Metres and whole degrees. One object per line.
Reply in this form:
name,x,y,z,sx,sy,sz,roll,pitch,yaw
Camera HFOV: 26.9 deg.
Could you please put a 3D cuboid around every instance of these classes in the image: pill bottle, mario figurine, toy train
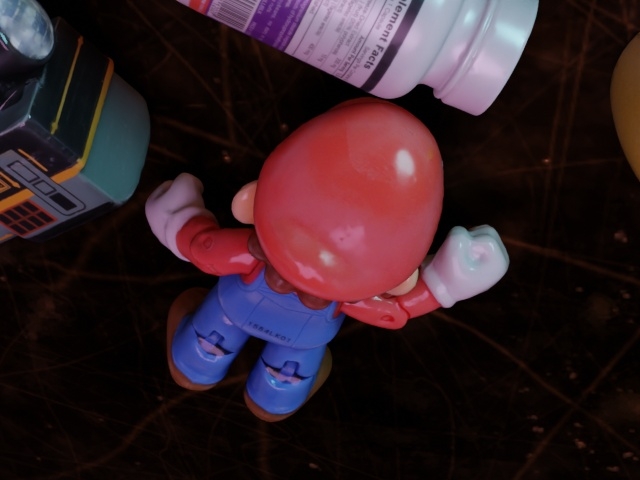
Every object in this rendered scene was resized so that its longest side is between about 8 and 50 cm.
pill bottle,0.021,-0.147,0.763,0.193,0.108,0.108,24,134,-8
mario figurine,0.000,0.000,0.932,0.198,0.170,0.320,-8,155,-27
toy train,-0.277,-0.059,0.923,0.334,0.142,0.190,-22,133,32

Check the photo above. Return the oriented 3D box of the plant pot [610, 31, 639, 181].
plant pot,0.238,-0.060,0.792,0.134,0.095,0.134,8,134,9
